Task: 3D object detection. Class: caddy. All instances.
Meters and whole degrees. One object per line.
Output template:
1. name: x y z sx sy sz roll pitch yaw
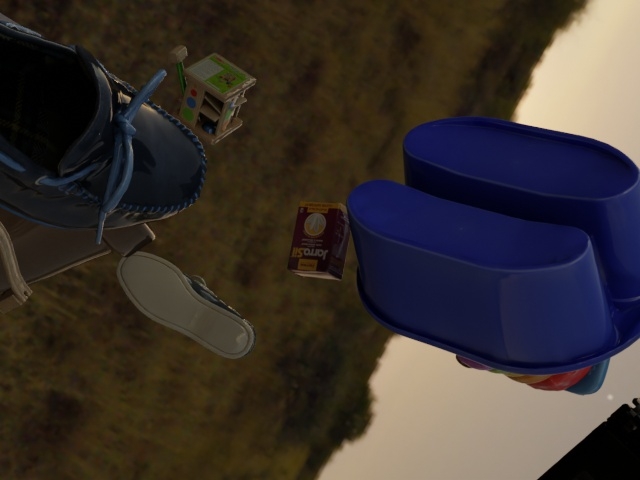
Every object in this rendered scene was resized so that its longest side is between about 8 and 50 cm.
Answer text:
1. caddy: 0.188 0.011 1.135 0.241 0.341 0.179 -47 137 -31

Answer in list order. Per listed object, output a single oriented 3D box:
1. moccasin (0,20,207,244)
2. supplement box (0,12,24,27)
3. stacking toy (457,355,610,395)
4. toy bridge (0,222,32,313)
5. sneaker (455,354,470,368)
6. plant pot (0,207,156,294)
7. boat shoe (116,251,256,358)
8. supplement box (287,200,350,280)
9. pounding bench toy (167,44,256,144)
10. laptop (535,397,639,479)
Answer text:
1. moccasin: -0.192 -0.075 0.755 0.342 0.117 0.137 11 74 -53
2. supplement box: -0.317 -0.091 0.882 0.239 0.130 0.073 -53 171 -40
3. stacking toy: 0.234 0.113 1.395 0.302 0.175 0.165 6 97 -42
4. toy bridge: -0.358 -0.011 1.096 0.063 0.188 0.026 -24 -158 27
5. sneaker: 0.257 0.154 1.684 0.067 0.042 0.118 -51 178 -35
6. plant pot: -0.394 -0.049 1.485 0.229 0.263 0.263 -34 173 -5
7. boat shoe: -0.213 0.103 1.730 0.095 0.254 0.079 -61 175 -3
8. supplement box: 0.000 0.000 1.235 0.043 0.055 0.083 33 64 -60
9. pounding bench toy: -0.117 -0.143 1.043 0.052 0.083 0.065 -42 162 -46
10. laptop: 0.306 0.251 0.849 0.264 0.234 0.136 -40 142 -7
